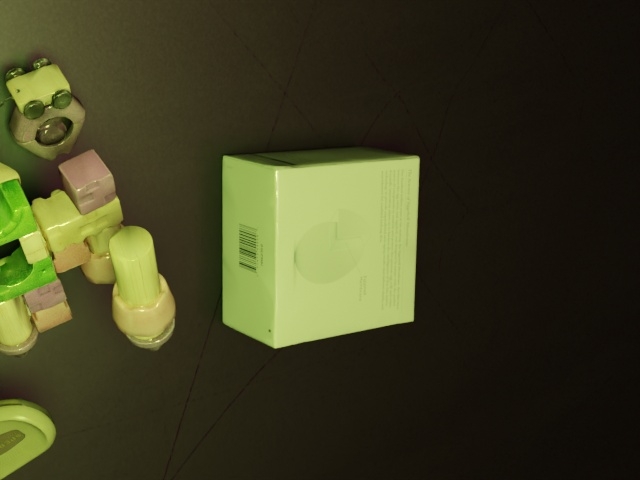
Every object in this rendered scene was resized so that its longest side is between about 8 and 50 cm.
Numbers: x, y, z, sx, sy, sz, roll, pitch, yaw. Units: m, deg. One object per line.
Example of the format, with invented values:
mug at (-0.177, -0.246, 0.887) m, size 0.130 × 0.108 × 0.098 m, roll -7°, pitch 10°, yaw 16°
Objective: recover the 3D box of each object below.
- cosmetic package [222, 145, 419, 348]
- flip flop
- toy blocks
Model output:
cosmetic package at (0.000, 0.000, 1.384) m, size 0.224 × 0.138 × 0.224 m, roll -6°, pitch 104°, yaw -34°
flip flop at (-0.393, 0.268, 1.135) m, size 0.277 × 0.080 × 0.112 m, roll -33°, pitch 135°, yaw 13°
toy blocks at (-0.329, 0.035, 1.136) m, size 0.288 × 0.309 × 0.260 m, roll -24°, pitch 147°, yaw -17°
